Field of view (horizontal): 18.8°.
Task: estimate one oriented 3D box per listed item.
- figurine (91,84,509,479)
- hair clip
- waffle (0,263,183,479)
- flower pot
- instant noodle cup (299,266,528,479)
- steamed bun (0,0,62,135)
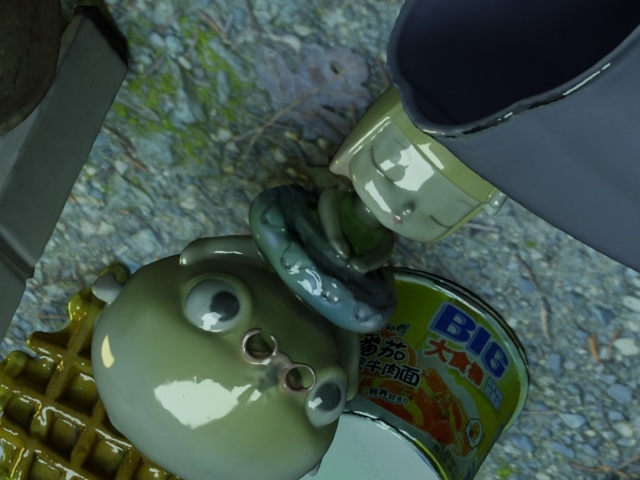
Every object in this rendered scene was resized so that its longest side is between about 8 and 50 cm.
[{"bbox_3d":[0.000,0.000,1.452,0.227,0.274,0.394,39,106,-20],"label":"figurine"},{"bbox_3d":[-0.247,-0.034,1.458,0.101,0.330,0.085,-2,138,29],"label":"hair clip"},{"bbox_3d":[-0.144,0.181,1.697,0.300,0.282,0.058,51,179,0],"label":"waffle"},{"bbox_3d":[0.211,-0.101,1.234,0.265,0.265,0.243,-19,129,38],"label":"flower pot"},{"bbox_3d":[0.059,0.149,1.599,0.205,0.153,0.205,14,135,14],"label":"instant noodle cup"},{"bbox_3d":[-0.313,-0.183,1.431,0.199,0.301,0.251,6,157,-44],"label":"steamed bun"}]
